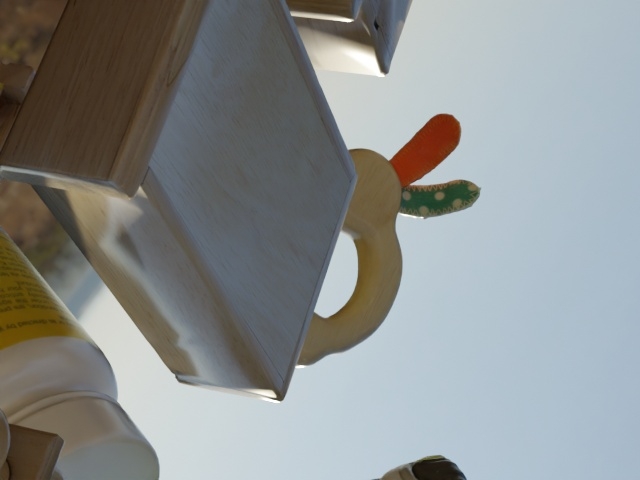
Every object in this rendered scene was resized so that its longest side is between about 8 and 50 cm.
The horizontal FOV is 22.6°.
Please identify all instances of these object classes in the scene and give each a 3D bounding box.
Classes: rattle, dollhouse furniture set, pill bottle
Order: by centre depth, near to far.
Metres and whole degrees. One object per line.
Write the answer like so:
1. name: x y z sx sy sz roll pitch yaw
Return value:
1. dollhouse furniture set: -0.177 -0.065 0.621 0.174 0.355 0.303 65 39 -57
2. pill bottle: -0.176 0.068 0.808 0.119 0.208 0.119 -28 143 -24
3. rattle: 0.000 0.000 1.080 0.200 0.130 0.143 -50 180 -31

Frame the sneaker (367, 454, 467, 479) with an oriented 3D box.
1. sneaker: 0.012 0.182 0.712 0.147 0.145 0.385 -13 174 -6
